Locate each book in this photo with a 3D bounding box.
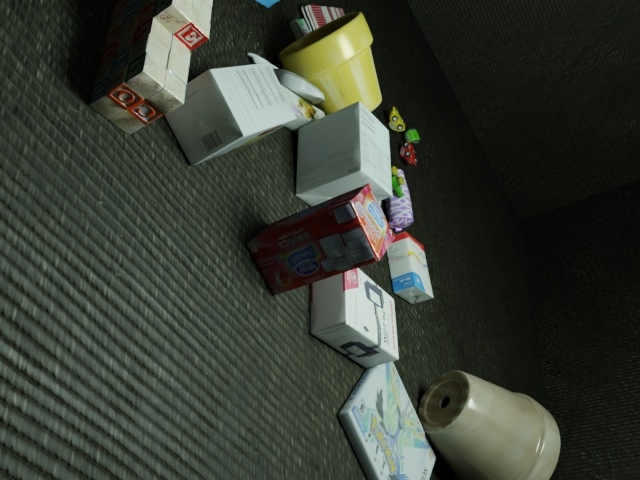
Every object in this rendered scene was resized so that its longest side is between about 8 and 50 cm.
[{"bbox_3d":[-0.039,-0.603,1.760,0.144,0.035,0.096,61,24,-12],"label":"book"}]

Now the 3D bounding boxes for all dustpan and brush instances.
[{"bbox_3d":[-0.095,-0.410,1.460,0.211,0.147,0.060,16,91,-22],"label":"dustpan and brush"}]

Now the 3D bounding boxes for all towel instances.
[{"bbox_3d":[0.047,-0.679,1.965,0.329,0.037,0.237,-37,106,-60],"label":"towel"}]

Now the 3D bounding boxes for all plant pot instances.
[{"bbox_3d":[0.046,-0.456,1.579,0.239,0.253,0.254,62,28,-25],"label":"plant pot"},{"bbox_3d":[0.425,0.509,1.562,0.280,0.323,0.323,39,36,-18],"label":"plant pot"}]

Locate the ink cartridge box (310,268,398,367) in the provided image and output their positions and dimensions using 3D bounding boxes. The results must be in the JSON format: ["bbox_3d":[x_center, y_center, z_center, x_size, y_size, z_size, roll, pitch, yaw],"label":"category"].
[{"bbox_3d":[0.083,0.174,1.350,0.237,0.100,0.172,40,39,-43],"label":"ink cartridge box"}]

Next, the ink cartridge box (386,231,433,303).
[{"bbox_3d":[0.271,0.066,1.794,0.134,0.078,0.231,32,44,-49],"label":"ink cartridge box"}]

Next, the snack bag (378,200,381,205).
[{"bbox_3d":[0.104,-0.263,1.772,0.323,0.037,0.343,45,38,-37],"label":"snack bag"}]

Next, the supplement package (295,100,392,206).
[{"bbox_3d":[0.059,-0.196,1.444,0.149,0.194,0.203,32,50,-46],"label":"supplement package"}]

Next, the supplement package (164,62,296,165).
[{"bbox_3d":[-0.174,-0.257,1.148,0.134,0.139,0.244,63,28,-8],"label":"supplement package"}]

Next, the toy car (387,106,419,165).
[{"bbox_3d":[0.338,-0.405,2.277,0.225,0.053,0.239,-21,90,-63],"label":"toy car"}]

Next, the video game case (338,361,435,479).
[{"bbox_3d":[0.171,0.470,1.371,0.329,0.036,0.300,65,27,-6],"label":"video game case"}]

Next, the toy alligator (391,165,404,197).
[{"bbox_3d":[0.215,-0.222,1.833,0.190,0.056,0.051,54,32,-16],"label":"toy alligator"}]

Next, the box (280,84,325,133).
[{"bbox_3d":[-0.092,-0.333,1.431,0.324,0.067,0.063,15,58,-56],"label":"box"}]

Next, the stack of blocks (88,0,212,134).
[{"bbox_3d":[-0.280,-0.346,0.984,0.087,0.171,0.297,38,41,-45],"label":"stack of blocks"}]

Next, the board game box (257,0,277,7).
[{"bbox_3d":[-0.090,-0.845,1.539,0.086,0.301,0.308,-2,72,-61],"label":"board game box"}]

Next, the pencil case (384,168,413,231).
[{"bbox_3d":[0.251,-0.135,1.898,0.088,0.086,0.206,92,-6,-65],"label":"pencil case"}]

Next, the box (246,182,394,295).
[{"bbox_3d":[0.000,0.000,1.152,0.128,0.256,0.122,63,30,-10],"label":"box"}]
